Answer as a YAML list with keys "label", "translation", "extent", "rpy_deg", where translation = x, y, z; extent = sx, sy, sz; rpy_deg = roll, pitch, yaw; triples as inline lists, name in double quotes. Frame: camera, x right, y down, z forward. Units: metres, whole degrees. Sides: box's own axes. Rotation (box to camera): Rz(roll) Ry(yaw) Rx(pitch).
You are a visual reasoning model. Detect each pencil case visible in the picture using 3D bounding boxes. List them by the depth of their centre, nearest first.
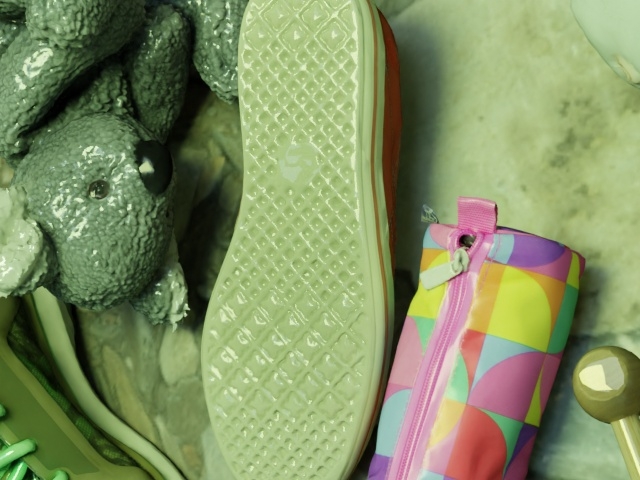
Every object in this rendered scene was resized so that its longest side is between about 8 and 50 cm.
- label: "pencil case"
  translation: [0.077, 0.098, 1.018]
  extent: [0.104, 0.104, 0.236]
  rpy_deg: [11, 85, 34]

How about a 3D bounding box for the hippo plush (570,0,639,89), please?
- label: "hippo plush"
  translation: [0.231, -0.171, 0.899]
  extent: [0.234, 0.236, 0.294]
  rpy_deg: [-27, 65, 30]

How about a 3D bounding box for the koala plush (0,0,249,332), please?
- label: "koala plush"
  translation: [-0.149, -0.053, 1.160]
  extent: [0.203, 0.196, 0.221]
  rpy_deg: [-21, 67, 39]

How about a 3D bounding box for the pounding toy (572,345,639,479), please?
- label: "pounding toy"
  translation: [0.246, 0.138, 0.884]
  extent: [0.269, 0.154, 0.155]
  rpy_deg: [32, 95, 15]

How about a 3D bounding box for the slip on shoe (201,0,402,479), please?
- label: "slip on shoe"
  translation: [0.000, 0.000, 1.099]
  extent: [0.123, 0.101, 0.331]
  rpy_deg: [4, 93, 23]

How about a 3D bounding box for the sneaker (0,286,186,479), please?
- label: "sneaker"
  translation: [-0.222, 0.129, 1.147]
  extent: [0.158, 0.182, 0.410]
  rpy_deg: [-44, 59, 14]
